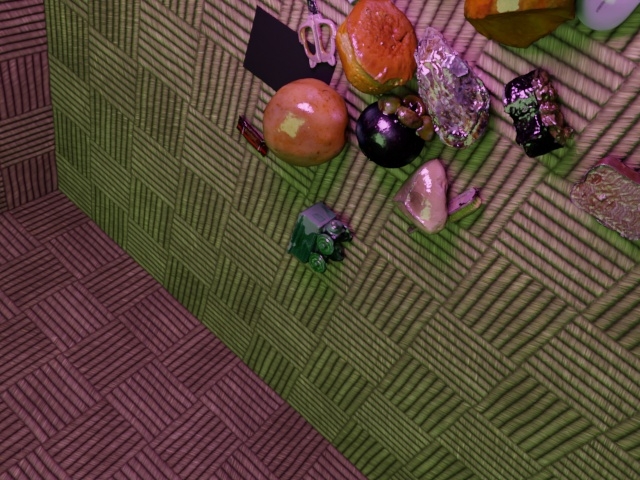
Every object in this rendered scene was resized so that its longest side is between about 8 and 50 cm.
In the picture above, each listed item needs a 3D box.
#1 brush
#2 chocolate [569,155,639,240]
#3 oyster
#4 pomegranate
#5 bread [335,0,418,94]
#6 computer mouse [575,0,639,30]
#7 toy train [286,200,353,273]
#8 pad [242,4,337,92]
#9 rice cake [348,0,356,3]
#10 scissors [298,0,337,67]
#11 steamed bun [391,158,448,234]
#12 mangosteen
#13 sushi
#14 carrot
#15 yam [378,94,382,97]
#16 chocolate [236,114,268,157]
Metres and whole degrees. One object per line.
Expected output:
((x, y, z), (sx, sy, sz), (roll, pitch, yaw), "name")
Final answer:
((0.397, -0.073, 1.727), (0.067, 0.072, 0.313), (44, 141, -12), "brush")
((0.758, -0.113, 1.352), (0.214, 0.093, 0.148), (39, 136, 13), "chocolate")
((0.357, -0.424, 1.476), (0.158, 0.162, 0.351), (-139, 26, -84), "oyster")
((-0.042, -0.379, 1.759), (0.307, 0.307, 0.307), (23, 131, 29), "pomegranate")
((0.162, -0.535, 1.488), (0.268, 0.268, 0.145), (58, 149, -6), "bread")
((0.654, -0.565, 1.149), (0.128, 0.079, 0.231), (38, 133, 12), "computer mouse")
((0.000, 0.000, 2.072), (0.202, 0.145, 0.266), (40, 137, 18), "toy train")
((-0.116, -0.610, 1.854), (0.367, 0.007, 0.248), (40, 137, 15), "pad")
((0.115, -0.787, 1.501), (0.198, 0.037, 0.189), (-28, 98, 48), "rice cake")
((-0.019, -0.711, 1.685), (0.160, 0.024, 0.318), (8, 119, 39), "scissors")
((0.315, -0.123, 1.679), (0.231, 0.110, 0.212), (-56, 48, 45), "steamed bun")
((0.221, -0.328, 1.599), (0.243, 0.243, 0.243), (23, 131, 29), "mangosteen")
((0.547, -0.319, 1.358), (0.115, 0.147, 0.213), (-14, 104, 46), "sushi")
((0.444, -0.584, 1.198), (0.241, 0.241, 0.341), (13, 124, 36), "carrot")
((0.152, -0.512, 1.663), (0.145, 0.032, 0.032), (55, 138, -3), "yam")
((-0.269, -0.412, 2.113), (0.182, 0.028, 0.086), (44, 145, 11), "chocolate")
